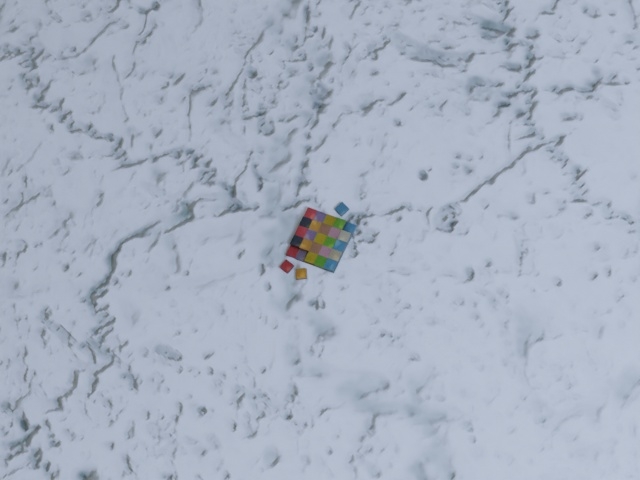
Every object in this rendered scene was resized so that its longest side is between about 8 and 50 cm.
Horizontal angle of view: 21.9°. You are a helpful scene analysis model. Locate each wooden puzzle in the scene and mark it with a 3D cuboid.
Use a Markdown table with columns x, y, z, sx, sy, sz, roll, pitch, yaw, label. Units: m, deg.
| x | y | z | sx | sy | sz | roll | pitch | yaw | label |
| --- | --- | --- | --- | --- | --- | --- | --- | --- | --- |
| 0.000 | 0.000 | 1.490 | 0.049 | 0.006 | 0.083 | 20 | 72 | 19 | wooden puzzle |
